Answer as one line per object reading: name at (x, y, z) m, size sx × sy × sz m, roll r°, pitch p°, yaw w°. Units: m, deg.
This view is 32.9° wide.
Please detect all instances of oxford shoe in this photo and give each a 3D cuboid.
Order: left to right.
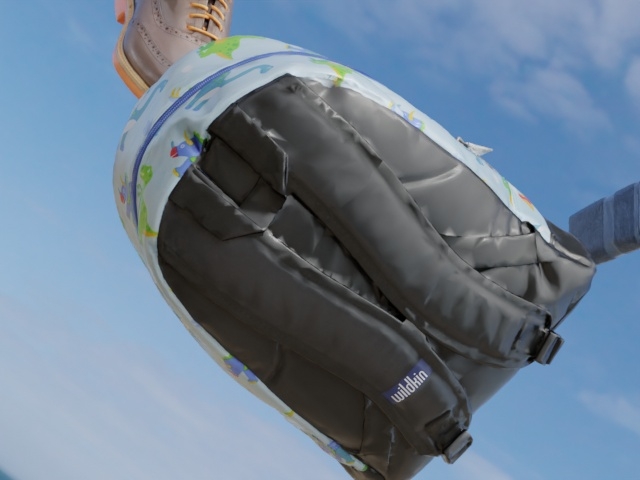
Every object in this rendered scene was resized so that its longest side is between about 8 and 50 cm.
oxford shoe at (-0.166, -0.254, 1.298) m, size 0.130 × 0.133 × 0.364 m, roll 24°, pitch 29°, yaw -36°

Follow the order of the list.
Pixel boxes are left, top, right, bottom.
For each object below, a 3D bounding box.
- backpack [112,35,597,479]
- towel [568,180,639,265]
backpack at (0.000, 0.000, 0.865) m, size 0.355 × 0.290 × 0.273 m, roll 34°, pitch 10°, yaw -45°
towel at (0.291, -0.013, 1.067) m, size 0.029 × 0.067 × 0.119 m, roll 16°, pitch -23°, yaw -21°
